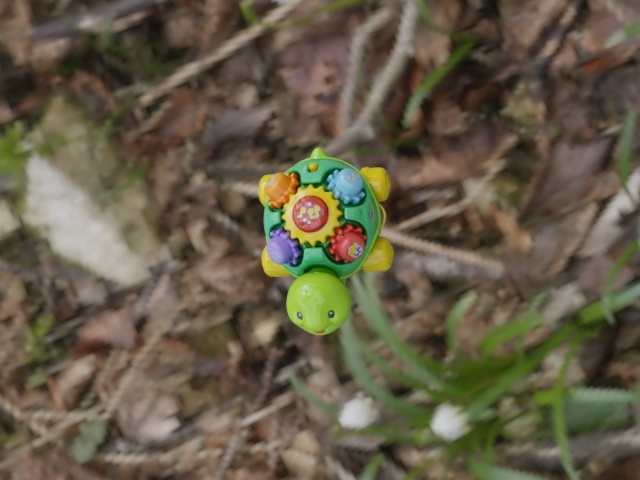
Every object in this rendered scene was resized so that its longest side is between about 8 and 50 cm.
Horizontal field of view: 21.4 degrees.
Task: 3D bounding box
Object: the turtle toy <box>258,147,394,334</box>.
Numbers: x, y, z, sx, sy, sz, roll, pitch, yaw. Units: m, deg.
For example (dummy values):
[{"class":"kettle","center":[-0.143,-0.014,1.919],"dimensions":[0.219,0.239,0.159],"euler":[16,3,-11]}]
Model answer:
[{"class":"turtle toy","center":[0.000,0.000,1.161],"dimensions":[0.066,0.095,0.130],"euler":[25,-118,-76]}]
